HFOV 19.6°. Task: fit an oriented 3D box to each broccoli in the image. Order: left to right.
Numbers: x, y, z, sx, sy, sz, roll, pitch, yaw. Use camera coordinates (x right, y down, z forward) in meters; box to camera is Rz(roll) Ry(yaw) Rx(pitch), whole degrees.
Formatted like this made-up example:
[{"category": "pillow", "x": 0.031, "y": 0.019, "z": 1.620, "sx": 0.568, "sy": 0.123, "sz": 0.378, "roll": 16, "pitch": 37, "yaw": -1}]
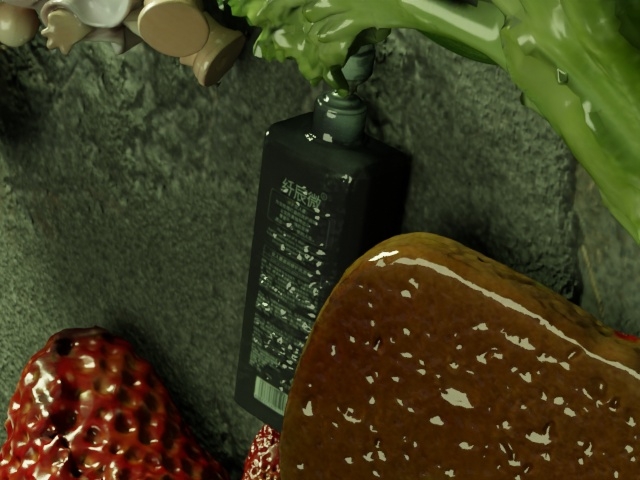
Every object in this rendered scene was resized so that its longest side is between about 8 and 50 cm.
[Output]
[{"category": "broccoli", "x": 0.158, "y": -0.157, "z": 0.961, "sx": 0.397, "sy": 0.275, "sz": 0.353, "roll": 46, "pitch": 160, "yaw": 16}]

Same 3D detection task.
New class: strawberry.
[{"category": "strawberry", "x": -0.181, "y": 0.188, "z": 1.538, "sx": 0.205, "sy": 0.205, "sz": 0.244, "roll": -29, "pitch": 64, "yaw": 47}, {"category": "strawberry", "x": -0.028, "y": 0.175, "z": 1.442, "sx": 0.073, "sy": 0.083, "sz": 0.073, "roll": 15, "pitch": 117, "yaw": 31}]

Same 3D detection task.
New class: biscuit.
[{"category": "biscuit", "x": 0.108, "y": 0.136, "z": 1.278, "sx": 0.277, "sy": 0.052, "sz": 0.262, "roll": 27, "pitch": 122, "yaw": 19}]

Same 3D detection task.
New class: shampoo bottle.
[{"category": "shampoo bottle", "x": 0.001, "y": 0.000, "z": 1.344, "sx": 0.098, "sy": 0.071, "sz": 0.310, "roll": 29, "pitch": 126, "yaw": 34}]

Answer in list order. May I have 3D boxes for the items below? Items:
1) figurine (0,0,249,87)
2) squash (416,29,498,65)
[{"category": "figurine", "x": -0.171, "y": -0.221, "z": 1.388, "sx": 0.276, "sy": 0.133, "sz": 0.200, "roll": 42, "pitch": 120, "yaw": 19}, {"category": "squash", "x": 0.028, "y": -0.232, "z": 1.198, "sx": 0.395, "sy": 0.107, "sz": 0.107, "roll": 47, "pitch": 134, "yaw": 19}]
